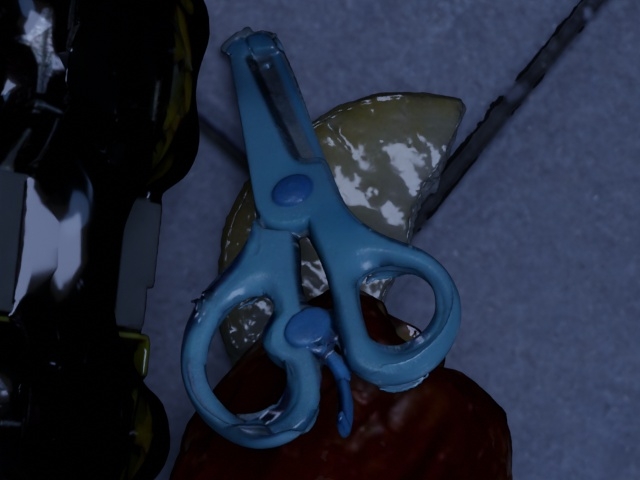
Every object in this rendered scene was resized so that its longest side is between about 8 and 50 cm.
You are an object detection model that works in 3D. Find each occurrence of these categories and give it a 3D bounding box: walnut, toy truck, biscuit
[{"bbox_3d":[0.022,0.186,1.071,0.269,0.222,0.244,-53,133,-14],"label":"walnut"},{"bbox_3d":[-0.215,-0.018,1.056,0.180,0.254,0.405,11,81,-48],"label":"toy truck"},{"bbox_3d":[0.000,0.000,1.190,0.141,0.038,0.290,24,77,-5],"label":"biscuit"}]

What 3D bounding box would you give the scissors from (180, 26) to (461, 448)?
[{"bbox_3d":[-0.021,-0.019,1.086,0.180,0.032,0.393,-18,45,3],"label":"scissors"}]
